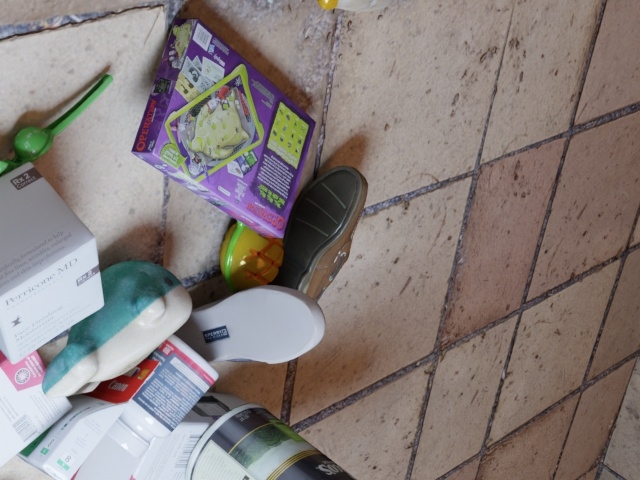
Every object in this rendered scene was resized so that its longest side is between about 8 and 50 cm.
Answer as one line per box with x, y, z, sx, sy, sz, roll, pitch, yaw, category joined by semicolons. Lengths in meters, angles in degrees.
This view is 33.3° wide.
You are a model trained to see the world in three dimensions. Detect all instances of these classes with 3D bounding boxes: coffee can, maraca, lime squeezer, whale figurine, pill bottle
-0.064;0.428;1.792;0.201;0.275;0.201;-31;137;-34;coffee can
-0.111;0.004;1.773;0.127;0.099;0.186;-20;125;-54;maraca
-0.401;-0.139;1.377;0.310;0.059;0.110;-18;100;-39;lime squeezer
-0.311;0.123;1.561;0.216;0.141;0.272;-40;178;36;whale figurine
-0.254;0.245;1.671;0.180;0.108;0.108;-50;144;-12;pill bottle

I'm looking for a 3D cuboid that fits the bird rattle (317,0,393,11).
0.029;-0.394;1.544;0.253;0.207;0.143;-4;139;-37;bird rattle

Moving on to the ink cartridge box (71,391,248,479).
-0.257;0.384;1.880;0.306;0.131;0.226;16;104;-55;ink cartridge box

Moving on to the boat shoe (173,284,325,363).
-0.092;0.129;1.743;0.158;0.340;0.127;-16;95;-49;boat shoe

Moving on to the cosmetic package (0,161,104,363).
-0.388;0.031;1.387;0.151;0.151;0.184;-36;159;-24;cosmetic package

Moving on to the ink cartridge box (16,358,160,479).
-0.359;0.253;1.628;0.056;0.181;0.225;44;68;-21;ink cartridge box

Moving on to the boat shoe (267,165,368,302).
0.000;0.000;1.904;0.104;0.111;0.307;3;125;-54;boat shoe

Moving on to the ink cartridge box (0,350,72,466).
-0.497;0.245;1.516;0.237;0.100;0.172;-40;142;-22;ink cartridge box

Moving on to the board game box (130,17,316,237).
-0.132;-0.156;1.599;0.347;0.056;0.208;36;63;-55;board game box
